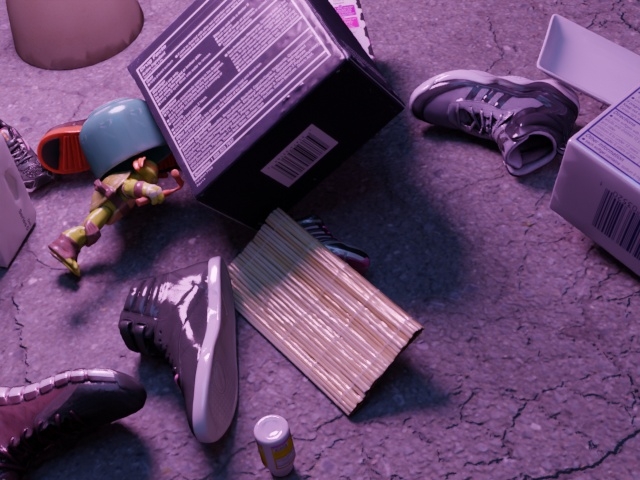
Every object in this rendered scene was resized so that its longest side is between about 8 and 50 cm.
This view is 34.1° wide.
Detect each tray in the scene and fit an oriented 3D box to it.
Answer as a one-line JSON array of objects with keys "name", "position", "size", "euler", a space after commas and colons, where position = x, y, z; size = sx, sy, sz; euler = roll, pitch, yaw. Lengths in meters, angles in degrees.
[{"name": "tray", "position": [0.467, -0.248, 1.641], "size": [0.270, 0.030, 0.145], "euler": [26, 50, -2]}]

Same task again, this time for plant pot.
[{"name": "plant pot", "position": [-0.483, -0.503, 1.933], "size": [0.256, 0.274, 0.257], "euler": [-4, 46, 4]}]

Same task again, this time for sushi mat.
[{"name": "sushi mat", "position": [-0.013, 0.088, 1.422], "size": [0.316, 0.019, 0.151], "euler": [39, 93, 36]}]

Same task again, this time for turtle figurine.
[{"name": "turtle figurine", "position": [-0.305, -0.050, 1.532], "size": [0.217, 0.087, 0.269], "euler": [-49, 19, -14]}]

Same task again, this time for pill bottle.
[{"name": "pill bottle", "position": [-0.054, 0.252, 1.267], "size": [0.043, 0.083, 0.043], "euler": [-4, 45, 4]}]

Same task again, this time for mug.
[{"name": "mug", "position": [-0.313, -0.153, 1.601], "size": [0.157, 0.129, 0.097], "euler": [-28, 86, 19]}]

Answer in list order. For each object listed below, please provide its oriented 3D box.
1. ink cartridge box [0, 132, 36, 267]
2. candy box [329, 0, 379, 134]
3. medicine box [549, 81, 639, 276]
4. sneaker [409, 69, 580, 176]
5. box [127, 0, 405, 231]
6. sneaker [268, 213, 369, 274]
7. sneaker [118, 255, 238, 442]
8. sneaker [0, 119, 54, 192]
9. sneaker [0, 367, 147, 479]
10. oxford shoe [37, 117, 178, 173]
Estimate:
[{"name": "ink cartridge box", "position": [-0.602, -0.074, 1.590], "size": [0.272, 0.198, 0.115], "euler": [5, 47, 14]}, {"name": "candy box", "position": [0.045, -0.302, 1.734], "size": [0.071, 0.159, 0.233], "euler": [-9, 46, -2]}, {"name": "medicine box", "position": [0.513, -0.090, 1.432], "size": [0.289, 0.149, 0.263], "euler": [-37, 63, -25]}, {"name": "sneaker", "position": [0.267, -0.182, 1.621], "size": [0.268, 0.101, 0.153], "euler": [4, 44, 9]}, {"name": "box", "position": [-0.084, -0.227, 1.540], "size": [0.296, 0.182, 0.294], "euler": [-40, 57, 15]}, {"name": "sneaker", "position": [0.000, 0.000, 1.515], "size": [0.170, 0.063, 0.075], "euler": [13, 56, 27]}, {"name": "sneaker", "position": [-0.193, 0.152, 1.383], "size": [0.146, 0.105, 0.296], "euler": [-12, 44, 7]}, {"name": "sneaker", "position": [-0.513, -0.146, 1.730], "size": [0.072, 0.077, 0.178], "euler": [-39, 53, -25]}, {"name": "sneaker", "position": [-0.355, 0.261, 1.308], "size": [0.281, 0.106, 0.163], "euler": [-11, 50, 13]}, {"name": "oxford shoe", "position": [-0.324, -0.174, 1.719], "size": [0.271, 0.097, 0.098], "euler": [-2, 29, -3]}]
